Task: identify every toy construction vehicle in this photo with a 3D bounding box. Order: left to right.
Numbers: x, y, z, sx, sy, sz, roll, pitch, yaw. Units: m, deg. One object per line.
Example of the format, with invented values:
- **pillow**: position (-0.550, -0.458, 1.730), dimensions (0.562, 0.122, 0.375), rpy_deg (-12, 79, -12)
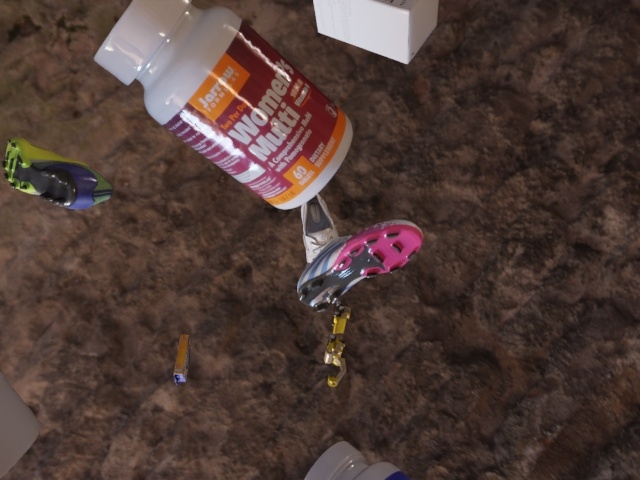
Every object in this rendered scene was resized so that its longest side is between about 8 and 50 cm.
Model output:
- **toy construction vehicle**: position (0.028, 0.152, 0.760), dimensions (0.035, 0.086, 0.098), rpy_deg (11, -145, 3)

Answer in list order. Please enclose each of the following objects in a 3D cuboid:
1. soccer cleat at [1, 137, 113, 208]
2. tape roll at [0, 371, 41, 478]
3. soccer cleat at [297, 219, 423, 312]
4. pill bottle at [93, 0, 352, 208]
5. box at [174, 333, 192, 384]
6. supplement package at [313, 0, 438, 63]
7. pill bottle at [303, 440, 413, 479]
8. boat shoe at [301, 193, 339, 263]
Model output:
- **soccer cleat**: position (-0.525, -0.131, 1.020), dimensions (0.289, 0.121, 0.093), rpy_deg (25, -72, 31)
- **tape roll**: position (-0.454, 0.211, 0.533), dimensions (0.246, 0.169, 0.246), rpy_deg (-30, -169, 6)
- **soccer cleat**: position (0.071, 0.026, 1.099), dimensions (0.331, 0.116, 0.143), rpy_deg (-34, -150, 32)
- **pill bottle**: position (-0.084, -0.135, 0.485), dimensions (0.121, 0.221, 0.121), rpy_deg (-37, -147, 29)
- **box**: position (-0.408, 0.357, 1.530), dimensions (0.028, 0.081, 0.136), rpy_deg (3, -121, -4)
- **supplement package**: position (0.090, -0.386, 0.841), dimensions (0.179, 0.105, 0.105), rpy_deg (28, -111, 20)
- **pill bottle**: position (0.101, 0.409, 0.709), dimensions (0.272, 0.152, 0.152), rpy_deg (31, -100, 34)
- **boat shoe**: position (0.000, 0.000, 1.332), dimensions (0.098, 0.096, 0.277), rpy_deg (-17, -111, -1)
